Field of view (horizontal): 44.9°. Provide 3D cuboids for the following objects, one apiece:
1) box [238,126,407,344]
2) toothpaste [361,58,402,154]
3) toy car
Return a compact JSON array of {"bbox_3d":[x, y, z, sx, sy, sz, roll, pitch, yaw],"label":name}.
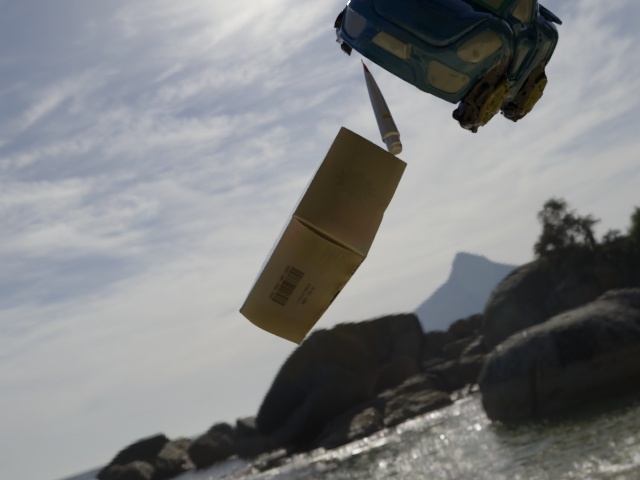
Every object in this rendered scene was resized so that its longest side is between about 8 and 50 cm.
[{"bbox_3d":[0.000,0.000,0.920,0.212,0.095,0.168,-57,6,49],"label":"box"},{"bbox_3d":[0.099,-0.220,1.282,0.031,0.190,0.048,-22,-32,10],"label":"toothpaste"},{"bbox_3d":[0.155,-0.237,0.844,0.314,0.198,0.166,-21,-39,-57],"label":"toy car"}]
